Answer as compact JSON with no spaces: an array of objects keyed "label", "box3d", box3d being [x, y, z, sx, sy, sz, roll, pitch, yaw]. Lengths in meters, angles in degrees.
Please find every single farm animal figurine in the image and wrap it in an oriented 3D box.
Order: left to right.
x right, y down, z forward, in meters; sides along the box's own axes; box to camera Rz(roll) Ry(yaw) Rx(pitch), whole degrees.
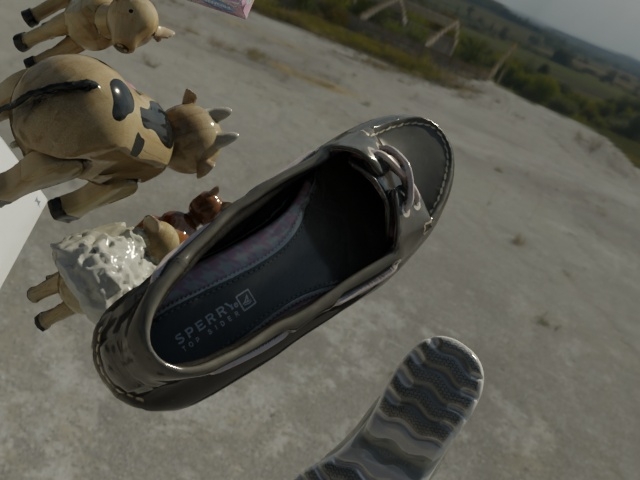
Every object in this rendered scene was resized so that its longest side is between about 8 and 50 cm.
[{"label":"farm animal figurine","box3d":[-0.178,-0.111,0.670,0.327,0.172,0.330,-50,117,-77]}]

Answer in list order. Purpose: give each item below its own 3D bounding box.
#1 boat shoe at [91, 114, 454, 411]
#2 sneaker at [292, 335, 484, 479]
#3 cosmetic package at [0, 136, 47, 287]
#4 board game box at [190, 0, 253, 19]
[{"label":"boat shoe","box3d":[0.000,0.000,0.503,0.335,0.095,0.112,-36,93,-30]},{"label":"sneaker","box3d":[0.059,0.221,0.691,0.105,0.281,0.115,41,-3,21]},{"label":"cosmetic package","box3d":[-0.471,-0.003,0.820,0.225,0.138,0.224,-3,48,16]},{"label":"board game box","box3d":[-0.069,-0.187,0.437,0.090,0.090,0.020,20,-8,10]}]
